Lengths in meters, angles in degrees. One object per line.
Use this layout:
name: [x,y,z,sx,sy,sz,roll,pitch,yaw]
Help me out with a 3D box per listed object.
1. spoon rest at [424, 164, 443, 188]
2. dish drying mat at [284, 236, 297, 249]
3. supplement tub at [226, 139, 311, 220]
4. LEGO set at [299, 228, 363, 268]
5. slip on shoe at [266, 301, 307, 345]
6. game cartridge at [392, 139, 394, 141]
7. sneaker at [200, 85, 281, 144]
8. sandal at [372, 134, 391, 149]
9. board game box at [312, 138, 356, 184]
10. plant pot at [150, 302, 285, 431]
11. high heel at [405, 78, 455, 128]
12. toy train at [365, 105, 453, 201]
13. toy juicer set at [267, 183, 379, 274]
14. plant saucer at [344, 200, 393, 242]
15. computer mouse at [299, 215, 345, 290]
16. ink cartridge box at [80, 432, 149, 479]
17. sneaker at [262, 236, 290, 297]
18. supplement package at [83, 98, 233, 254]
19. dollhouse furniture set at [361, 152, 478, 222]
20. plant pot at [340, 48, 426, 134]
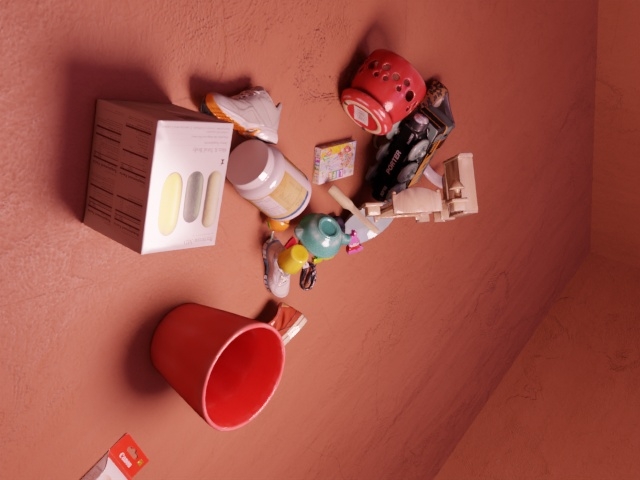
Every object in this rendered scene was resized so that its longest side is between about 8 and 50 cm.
spoon rest: [0.348,-0.292,2.388,0.137,0.084,0.276,-49,127,-26]
dish drying mat: [-0.096,0.028,2.024,0.083,0.008,0.032,-51,141,-23]
supplement tub: [-0.127,-0.147,1.772,0.144,0.144,0.199,-62,144,-8]
LEGO set: [0.000,0.000,2.042,0.227,0.087,0.093,-18,127,-20]
slip on shoe: [-0.182,0.303,1.993,0.331,0.101,0.123,-45,179,-12]
game cartridge: [0.226,-0.327,2.245,0.056,0.017,0.083,19,93,-58]
sneaker: [-0.179,-0.311,1.674,0.262,0.099,0.121,18,86,-62]
sandal: [0.210,-0.346,2.146,0.072,0.049,0.180,17,112,-19]
board game box: [0.040,-0.224,2.048,0.154,0.026,0.103,-21,125,-46]
plant pot: [-0.260,0.282,1.745,0.275,0.243,0.275,-28,129,-41]
high heel: [0.293,-0.442,2.252,0.261,0.186,0.093,6,150,-27]
toy train: [0.264,-0.253,2.161,0.190,0.142,0.334,-26,153,-38]
toy juicer set: [-0.015,-0.049,1.967,0.329,0.209,0.089,-23,169,-38]
plant saucer: [0.137,-0.063,2.208,0.195,0.037,0.195,-23,150,-14]
computer mouse: [0.000,0.036,2.133,0.071,0.041,0.242,27,94,-33]
ink cartridge box: [-0.499,0.583,1.769,0.179,0.045,0.145,-44,139,-26]
sneaker: [-0.109,0.088,1.969,0.071,0.083,0.191,-29,130,-26]
supplement package: [-0.329,-0.134,1.468,0.199,0.198,0.263,-9,115,-51]
dollhouse furniture set: [0.252,-0.147,2.075,0.355,0.303,0.174,-3,85,-13]
plant pot: [0.167,-0.397,1.983,0.174,0.191,0.191,-53,142,-13]
